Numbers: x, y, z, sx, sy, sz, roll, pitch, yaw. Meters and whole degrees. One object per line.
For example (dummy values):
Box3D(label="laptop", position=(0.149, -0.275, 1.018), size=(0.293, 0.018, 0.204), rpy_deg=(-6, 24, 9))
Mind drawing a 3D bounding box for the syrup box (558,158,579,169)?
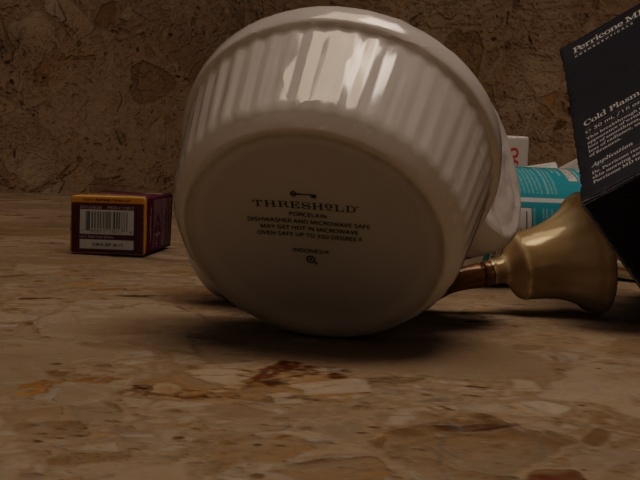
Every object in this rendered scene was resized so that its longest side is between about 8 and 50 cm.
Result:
Box3D(label="syrup box", position=(0.419, -0.070, 2.102), size=(0.237, 0.096, 0.093), rpy_deg=(-28, -27, 37))

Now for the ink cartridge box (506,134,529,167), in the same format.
Box3D(label="ink cartridge box", position=(0.223, -0.093, 2.309), size=(0.272, 0.197, 0.114), rpy_deg=(2, 5, -2))

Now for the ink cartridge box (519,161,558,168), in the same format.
Box3D(label="ink cartridge box", position=(0.251, -0.018, 1.831), size=(0.189, 0.066, 0.232), rpy_deg=(-8, 39, 7))

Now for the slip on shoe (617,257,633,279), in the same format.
Box3D(label="slip on shoe", position=(0.509, 0.011, 1.699), size=(0.331, 0.101, 0.123), rpy_deg=(7, 4, 37))

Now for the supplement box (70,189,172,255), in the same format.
Box3D(label="supplement box", position=(-0.276, -0.026, 1.839), size=(0.104, 0.081, 0.188), rpy_deg=(3, 4, 5))

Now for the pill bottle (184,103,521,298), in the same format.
Box3D(label="pill bottle", position=(0.023, -0.037, 1.252), size=(0.301, 0.169, 0.169), rpy_deg=(-15, -5, 26))

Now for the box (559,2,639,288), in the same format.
Box3D(label="box", position=(0.433, -0.137, 1.285), size=(0.343, 0.179, 0.312), rpy_deg=(-28, 29, 24))

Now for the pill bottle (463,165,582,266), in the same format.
Box3D(label="pill bottle", position=(0.223, -0.020, 1.615), size=(0.264, 0.146, 0.146), rpy_deg=(2, 4, -16))

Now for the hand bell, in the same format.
Box3D(label="hand bell", position=(0.155, 0.032, 1.297), size=(0.242, 0.126, 0.126), rpy_deg=(-10, 7, -13))

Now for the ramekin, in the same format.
Box3D(label="ramekin", position=(0.006, -0.040, 1.053), size=(0.272, 0.273, 0.127), rpy_deg=(4, 42, 12))
